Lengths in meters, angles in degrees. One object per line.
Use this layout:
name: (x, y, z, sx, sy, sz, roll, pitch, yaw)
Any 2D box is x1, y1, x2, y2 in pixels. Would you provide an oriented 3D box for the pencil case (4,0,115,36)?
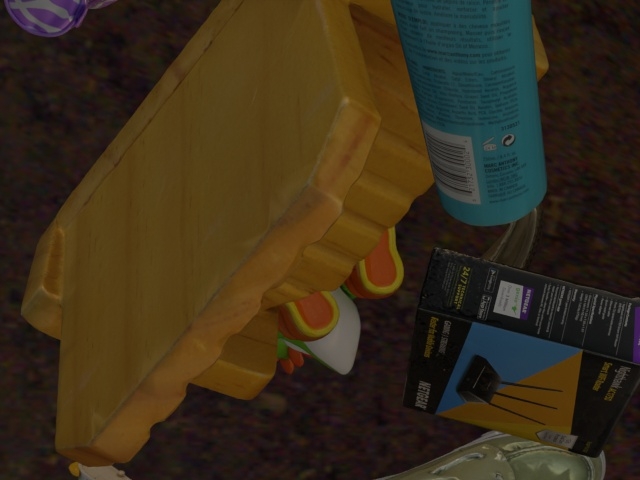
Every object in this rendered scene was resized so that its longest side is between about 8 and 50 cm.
pencil case: (-0.250, -0.257, 1.668, 0.088, 0.206, 0.086, 36, 110, -3)

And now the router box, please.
router box: (0.121, 0.071, 1.002, 0.133, 0.179, 0.046, 14, 67, 6)

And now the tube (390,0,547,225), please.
tube: (0.063, -0.097, 0.732, 0.080, 0.207, 0.052, 3, 46, 19)

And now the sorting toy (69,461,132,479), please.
sorting toy: (-0.185, 0.229, 1.399, 0.083, 0.045, 0.075, 27, 115, 39)

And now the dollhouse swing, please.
dollhouse swing: (0.000, 0.000, 1.115, 0.347, 0.315, 0.305, -49, 41, 21)

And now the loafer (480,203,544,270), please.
loafer: (0.143, 0.030, 1.389, 0.050, 0.056, 0.148, 24, 91, 12)

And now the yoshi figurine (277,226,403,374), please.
yoshi figurine: (-0.048, 0.028, 1.861, 0.203, 0.362, 0.203, 21, 76, -14)

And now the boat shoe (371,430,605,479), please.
boat shoe: (0.131, 0.245, 1.514, 0.302, 0.094, 0.109, -15, 95, -14)
